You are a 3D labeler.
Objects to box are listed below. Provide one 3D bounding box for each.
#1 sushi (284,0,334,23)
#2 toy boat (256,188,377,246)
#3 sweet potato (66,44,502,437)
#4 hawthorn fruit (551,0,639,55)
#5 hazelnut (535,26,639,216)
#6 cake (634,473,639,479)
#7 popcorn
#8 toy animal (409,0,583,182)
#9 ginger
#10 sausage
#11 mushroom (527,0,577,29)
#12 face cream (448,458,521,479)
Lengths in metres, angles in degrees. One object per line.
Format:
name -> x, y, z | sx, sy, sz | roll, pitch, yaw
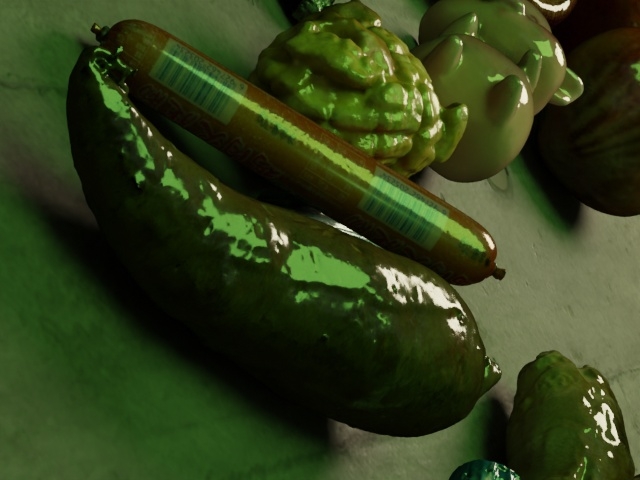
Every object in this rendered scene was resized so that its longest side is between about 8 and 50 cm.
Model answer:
sushi -> -0.012, -0.219, 1.287 | 0.046, 0.044, 0.083 | 34, 33, -9
toy boat -> 0.000, 0.000, 1.099 | 0.140, 0.059, 0.066 | 11, 87, -55
sweet potato -> -0.025, 0.028, 0.961 | 0.423, 0.130, 0.130 | 35, 39, -35
hawthorn fruit -> 0.351, -0.317, 1.805 | 0.261, 0.224, 0.224 | 45, 27, 7
hazelnut -> 0.329, -0.135, 1.651 | 0.210, 0.210, 0.186 | 55, 5, -15
cake -> 0.318, 0.327, 1.373 | 0.086, 0.117, 0.220 | -40, 135, -59
popcorn -> 0.022, -0.100, 1.137 | 0.163, 0.140, 0.194 | 49, 21, -9
toy animal -> 0.148, -0.146, 1.360 | 0.166, 0.154, 0.250 | 39, 35, 2
ginger -> 0.207, 0.205, 1.217 | 0.263, 0.109, 0.116 | -73, 157, -51
sausage -> -0.011, -0.057, 1.025 | 0.348, 0.053, 0.053 | 30, 38, -14
mushroom -> 0.192, -0.315, 1.616 | 0.231, 0.138, 0.194 | -6, 85, -49
face cream -> 0.091, 0.280, 0.984 | 0.163, 0.080, 0.336 | 53, 30, -19
